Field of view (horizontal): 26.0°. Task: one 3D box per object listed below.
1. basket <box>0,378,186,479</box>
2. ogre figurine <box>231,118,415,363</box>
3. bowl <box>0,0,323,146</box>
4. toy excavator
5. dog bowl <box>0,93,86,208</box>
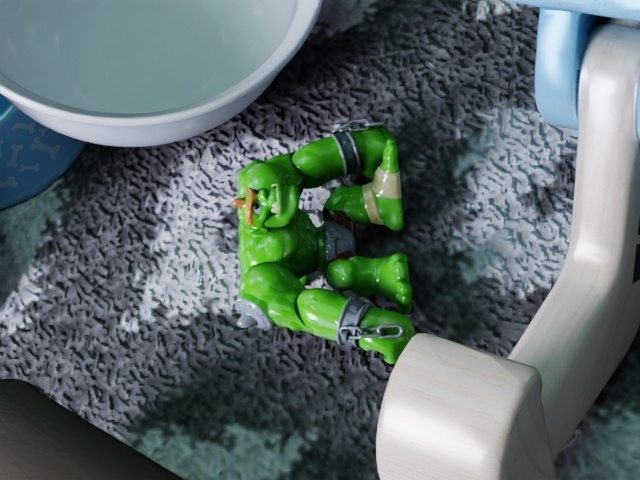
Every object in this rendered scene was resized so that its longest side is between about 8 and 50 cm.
[{"bbox_3d":[-0.137,0.207,0.832,0.227,0.154,0.204,14,66,30],"label":"basket"},{"bbox_3d":[0.000,0.000,0.945,0.118,0.097,0.197,-5,69,2],"label":"ogre figurine"},{"bbox_3d":[-0.144,-0.182,1.083,0.298,0.134,0.298,1,63,-2],"label":"bowl"},{"bbox_3d":[0.201,-0.080,0.831,0.222,0.445,0.433,14,24,35],"label":"toy excavator"},{"bbox_3d":[-0.270,-0.167,1.207,0.166,0.074,0.297,-7,56,22],"label":"dog bowl"}]
